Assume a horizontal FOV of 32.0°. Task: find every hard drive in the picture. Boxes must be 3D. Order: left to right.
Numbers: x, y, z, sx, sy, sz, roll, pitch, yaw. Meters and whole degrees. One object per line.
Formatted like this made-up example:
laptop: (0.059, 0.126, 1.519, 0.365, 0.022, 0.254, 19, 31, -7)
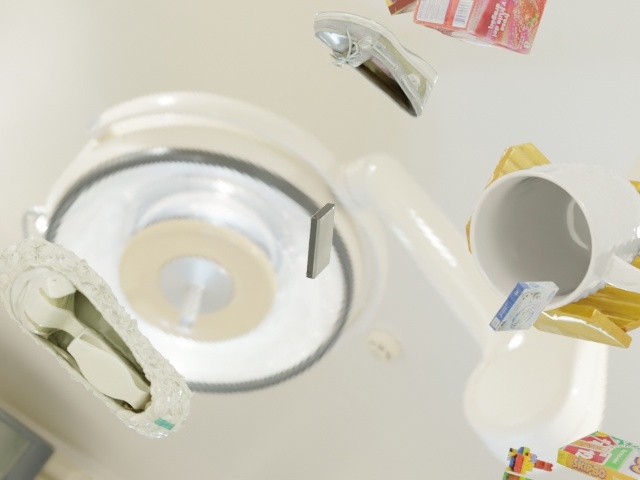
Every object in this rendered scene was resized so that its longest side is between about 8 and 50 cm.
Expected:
hard drive: (0.000, 0.000, 2.288, 0.022, 0.094, 0.135, 13, -64, 18)

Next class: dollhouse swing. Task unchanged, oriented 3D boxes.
dollhouse swing: (0.541, -0.016, 2.373, 0.315, 0.346, 0.305, 10, -28, 43)

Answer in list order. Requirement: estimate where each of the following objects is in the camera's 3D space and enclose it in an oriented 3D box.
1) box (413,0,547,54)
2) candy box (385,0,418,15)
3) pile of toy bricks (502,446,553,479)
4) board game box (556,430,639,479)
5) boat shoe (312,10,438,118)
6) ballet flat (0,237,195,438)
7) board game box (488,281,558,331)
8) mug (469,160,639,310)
box: (0.281, -0.462, 1.772, 0.142, 0.299, 0.154, 12, 7, -35)
candy box: (0.209, -0.455, 2.001, 0.109, 0.187, 0.053, -22, -89, 43)
pile of toy bricks: (0.364, 0.419, 1.915, 0.105, 0.118, 0.212, 13, -9, 12)
board game box: (0.539, 0.387, 1.873, 0.259, 0.124, 0.039, 19, -68, 43)
boat shoe: (0.110, -0.369, 2.312, 0.320, 0.103, 0.118, 30, -20, -35)
ballet flat: (-0.353, 0.133, 1.662, 0.409, 0.147, 0.147, 40, -17, 15)
board game box: (0.319, 0.103, 1.754, 0.090, 0.090, 0.020, 3, 38, -43)
mug: (0.539, -0.003, 2.222, 0.374, 0.328, 0.276, 31, -61, 33)
